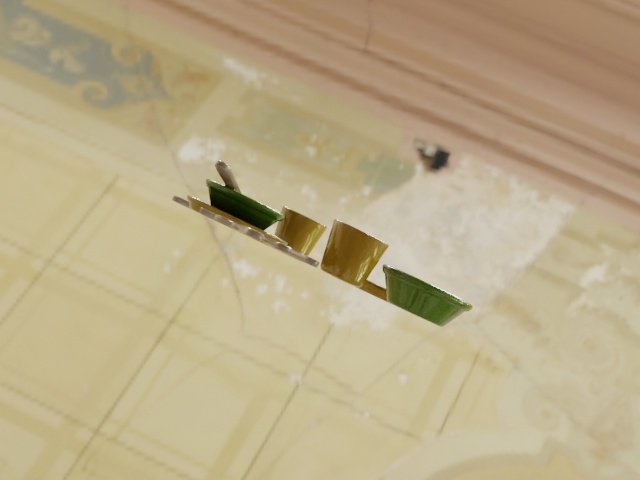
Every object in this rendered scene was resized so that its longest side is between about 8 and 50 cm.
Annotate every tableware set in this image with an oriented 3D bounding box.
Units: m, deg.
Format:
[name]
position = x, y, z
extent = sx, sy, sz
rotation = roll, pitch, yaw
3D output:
[tableware set]
position = 0.000, 0.000, 0.567
extent = 0.104, 0.154, 0.024
rotation = 26, -92, -17
